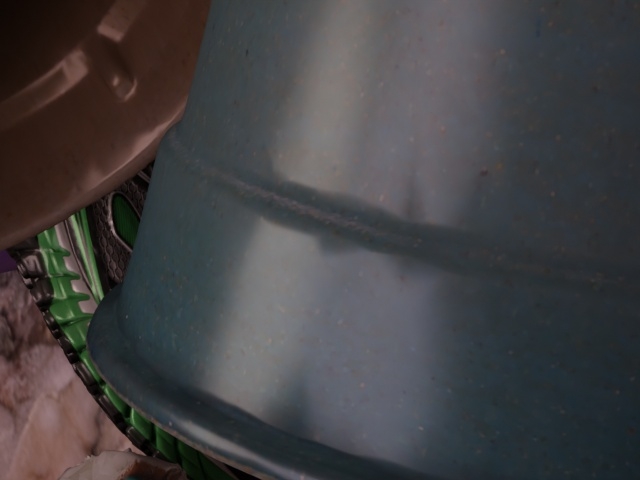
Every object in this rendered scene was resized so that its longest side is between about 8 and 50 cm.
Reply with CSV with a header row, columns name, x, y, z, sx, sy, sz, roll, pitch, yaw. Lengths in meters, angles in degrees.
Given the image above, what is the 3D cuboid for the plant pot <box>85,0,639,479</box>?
name,x,y,z,sx,sy,sz,roll,pitch,yaw
plant pot,0.105,-0.097,0.653,0.341,0.341,0.334,22,107,43

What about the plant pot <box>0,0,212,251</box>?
name,x,y,z,sx,sy,sz,roll,pitch,yaw
plant pot,-0.241,-0.192,0.837,0.334,0.334,0.305,-55,52,41

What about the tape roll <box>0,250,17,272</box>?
name,x,y,z,sx,sy,sz,roll,pitch,yaw
tape roll,-0.273,-0.107,1.232,0.275,0.090,0.275,15,111,45

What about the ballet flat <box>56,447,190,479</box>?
name,x,y,z,sx,sy,sz,roll,pitch,yaw
ballet flat,-0.113,0.270,1.063,0.147,0.147,0.409,26,136,42

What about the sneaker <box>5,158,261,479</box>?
name,x,y,z,sx,sy,sz,roll,pitch,yaw
sneaker,-0.106,0.008,1.040,0.343,0.146,0.134,60,173,-5
